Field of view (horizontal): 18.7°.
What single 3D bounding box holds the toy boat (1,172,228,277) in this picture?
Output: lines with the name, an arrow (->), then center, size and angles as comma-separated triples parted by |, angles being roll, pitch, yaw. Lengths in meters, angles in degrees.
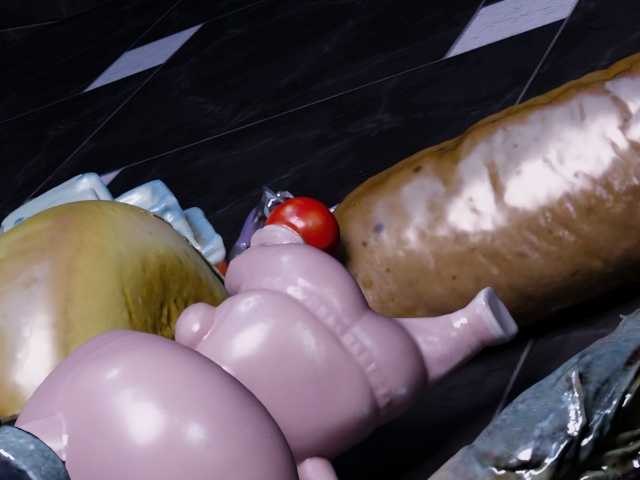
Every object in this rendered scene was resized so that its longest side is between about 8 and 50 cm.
toy boat -> -0.228, 0.058, 1.387 | 0.332, 0.133, 0.145 | -29, 19, -4

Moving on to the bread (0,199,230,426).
bread -> -0.154, 0.057, 1.235 | 0.158, 0.156, 0.261 | -21, -17, 22

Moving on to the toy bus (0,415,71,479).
toy bus -> -0.162, 0.170, 0.795 | 0.147, 0.256, 0.128 | -16, 20, 38

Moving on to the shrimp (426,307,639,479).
shrimp -> 0.142, 0.101, 0.866 | 0.289, 0.075, 0.178 | -34, 27, -25

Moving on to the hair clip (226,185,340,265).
hair clip -> -0.001, -0.001, 1.372 | 0.124, 0.052, 0.195 | -37, 25, -13

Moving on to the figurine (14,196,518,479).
figurine -> -0.042, 0.097, 1.006 | 0.287, 0.176, 0.186 | -46, 7, -31

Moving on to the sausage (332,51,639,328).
sausage -> 0.223, -0.059, 1.106 | 0.501, 0.123, 0.136 | -24, -11, 8
